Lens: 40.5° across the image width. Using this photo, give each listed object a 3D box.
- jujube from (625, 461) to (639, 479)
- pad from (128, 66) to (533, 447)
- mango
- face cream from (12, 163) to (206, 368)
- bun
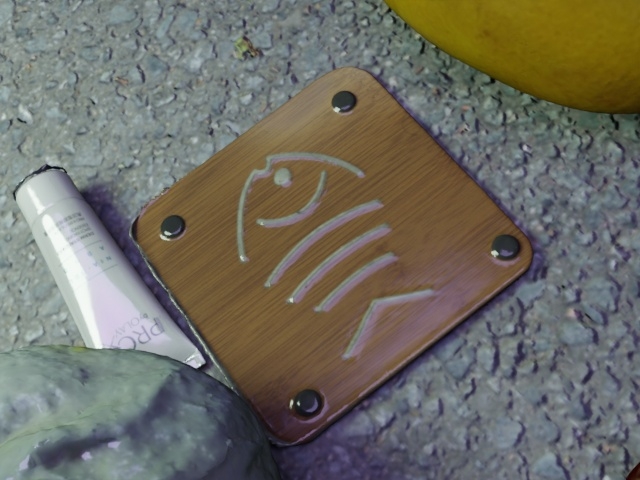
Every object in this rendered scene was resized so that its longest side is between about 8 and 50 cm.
[{"bbox_3d":[0.343,0.242,0.530,0.342,0.216,0.216,29,77,29],"label":"jujube"},{"bbox_3d":[0.000,0.000,0.794,0.286,0.018,0.284,-37,65,-5],"label":"pad"},{"bbox_3d":[0.203,-0.279,0.750,0.446,0.232,0.300,38,76,14],"label":"mango"},{"bbox_3d":[-0.207,0.040,0.804,0.092,0.058,0.243,-33,72,-7],"label":"face cream"},{"bbox_3d":[-0.182,0.243,0.602,0.362,0.211,0.362,3,76,-10],"label":"bun"}]
